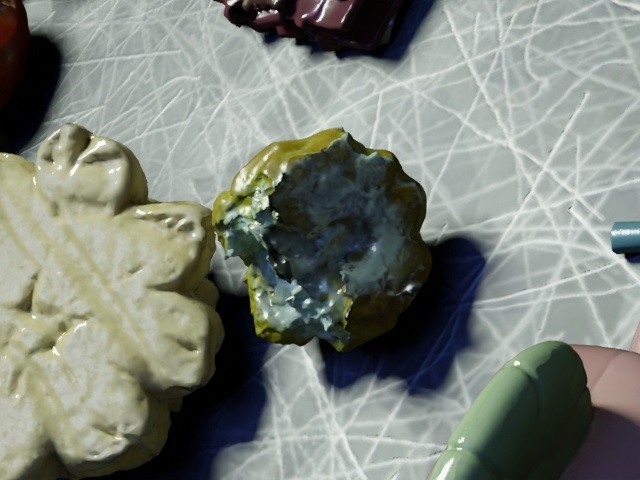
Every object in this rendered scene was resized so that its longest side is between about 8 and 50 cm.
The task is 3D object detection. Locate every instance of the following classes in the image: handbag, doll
[{"bbox_3d":[0.010,-0.266,1.090,0.203,0.074,0.216,24,81,47],"label":"handbag"},{"bbox_3d":[0.151,0.147,0.591,0.216,0.284,0.268,9,46,43],"label":"doll"}]

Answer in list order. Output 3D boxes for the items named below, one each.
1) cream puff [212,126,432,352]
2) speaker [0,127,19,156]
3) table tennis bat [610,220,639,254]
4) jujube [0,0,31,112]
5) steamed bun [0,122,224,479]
[{"bbox_3d":[-0.001,0.000,0.897,0.156,0.156,0.121,5,37,42],"label":"cream puff"},{"bbox_3d":[-0.369,-0.036,1.087,0.180,0.388,0.184,3,42,43],"label":"speaker"},{"bbox_3d":[0.246,-0.005,0.767,0.155,0.019,0.100,-5,62,37],"label":"table tennis bat"},{"bbox_3d":[-0.409,-0.191,1.334,0.255,0.190,0.190,-16,55,41],"label":"jujube"},{"bbox_3d":[-0.214,0.067,0.997,0.292,0.137,0.295,1,81,6],"label":"steamed bun"}]
